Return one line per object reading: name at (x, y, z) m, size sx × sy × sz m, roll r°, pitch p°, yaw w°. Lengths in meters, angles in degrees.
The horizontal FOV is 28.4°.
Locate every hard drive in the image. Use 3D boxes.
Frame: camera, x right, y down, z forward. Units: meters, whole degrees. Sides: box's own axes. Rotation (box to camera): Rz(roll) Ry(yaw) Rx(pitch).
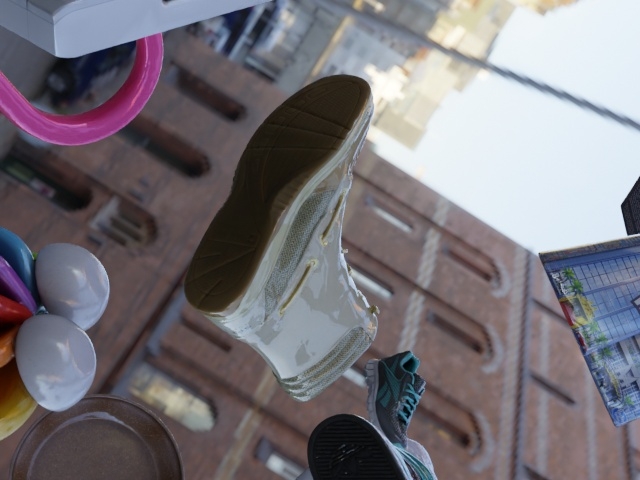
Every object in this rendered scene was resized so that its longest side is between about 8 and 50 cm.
hard drive at (-0.227, -0.254, 1.060) m, size 0.233 × 0.353 × 0.047 m, roll -25°, pitch 132°, yaw -38°

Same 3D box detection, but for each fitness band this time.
fitness band at (-0.291, -0.232, 1.375) m, size 0.209 × 0.291 × 0.054 m, roll -46°, pitch -138°, yaw -11°

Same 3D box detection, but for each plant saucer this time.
plant saucer at (-0.255, 0.275, 1.438) m, size 0.198 × 0.198 × 0.036 m, roll -59°, pitch -170°, yaw -19°

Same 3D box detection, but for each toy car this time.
toy car at (-0.262, 0.062, 0.986) m, size 0.159 × 0.136 × 0.182 m, roll -21°, pitch -141°, yaw 19°

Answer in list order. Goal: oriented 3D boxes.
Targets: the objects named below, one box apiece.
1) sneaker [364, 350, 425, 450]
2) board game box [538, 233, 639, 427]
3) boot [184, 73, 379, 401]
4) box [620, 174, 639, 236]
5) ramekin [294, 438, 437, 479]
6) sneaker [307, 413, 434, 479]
sneaker at (0.103, 0.205, 1.665) m, size 0.076 × 0.065 × 0.166 m, roll -28°, pitch -143°, yaw 18°
board game box at (0.340, 0.064, 1.227) m, size 0.194 × 0.194 × 0.060 m, roll -24°, pitch -172°, yaw 9°
boot at (0.000, 0.000, 1.163) m, size 0.262 × 0.095 × 0.203 m, roll -63°, pitch 142°, yaw -21°
box at (0.600, -0.048, 1.719) m, size 0.294 × 0.296 × 0.183 m, roll 94°, pitch -12°, yaw -70°
ramekin at (0.080, 0.455, 2.017) m, size 0.277 × 0.277 × 0.135 m, roll -57°, pitch -138°, yaw 23°
sneaker at (0.083, 0.324, 1.326) m, size 0.124 × 0.295 × 0.178 m, roll -26°, pitch 166°, yaw 5°
